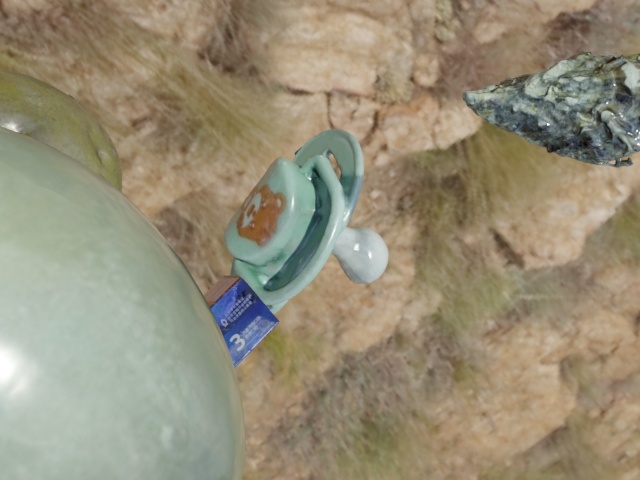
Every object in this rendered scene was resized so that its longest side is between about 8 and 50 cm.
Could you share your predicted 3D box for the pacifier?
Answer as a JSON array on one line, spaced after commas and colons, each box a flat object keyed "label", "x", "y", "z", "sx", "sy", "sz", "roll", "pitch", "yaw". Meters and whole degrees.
[{"label": "pacifier", "x": 0.000, "y": 0.000, "z": 1.582, "sx": 0.269, "sy": 0.288, "sz": 0.343, "roll": 23, "pitch": 117, "yaw": -28}]

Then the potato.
[{"label": "potato", "x": -0.334, "y": -0.092, "z": 1.129, "sx": 0.160, "sy": 0.235, "sz": 0.178, "roll": -28, "pitch": -168, "yaw": 31}]

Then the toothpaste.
[{"label": "toothpaste", "x": -0.186, "y": 0.173, "z": 1.113, "sx": 0.320, "sy": 0.066, "sz": 0.076, "roll": -44, "pitch": 107, "yaw": -20}]

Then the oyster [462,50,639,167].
[{"label": "oyster", "x": 0.331, "y": -0.177, "z": 1.206, "sx": 0.199, "sy": 0.252, "sz": 0.087, "roll": -53, "pitch": 152, "yaw": 9}]

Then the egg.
[{"label": "egg", "x": -0.191, "y": 0.085, "z": 0.619, "sx": 0.258, "sy": 0.258, "sz": 0.352, "roll": -33, "pitch": 115, "yaw": -1}]
